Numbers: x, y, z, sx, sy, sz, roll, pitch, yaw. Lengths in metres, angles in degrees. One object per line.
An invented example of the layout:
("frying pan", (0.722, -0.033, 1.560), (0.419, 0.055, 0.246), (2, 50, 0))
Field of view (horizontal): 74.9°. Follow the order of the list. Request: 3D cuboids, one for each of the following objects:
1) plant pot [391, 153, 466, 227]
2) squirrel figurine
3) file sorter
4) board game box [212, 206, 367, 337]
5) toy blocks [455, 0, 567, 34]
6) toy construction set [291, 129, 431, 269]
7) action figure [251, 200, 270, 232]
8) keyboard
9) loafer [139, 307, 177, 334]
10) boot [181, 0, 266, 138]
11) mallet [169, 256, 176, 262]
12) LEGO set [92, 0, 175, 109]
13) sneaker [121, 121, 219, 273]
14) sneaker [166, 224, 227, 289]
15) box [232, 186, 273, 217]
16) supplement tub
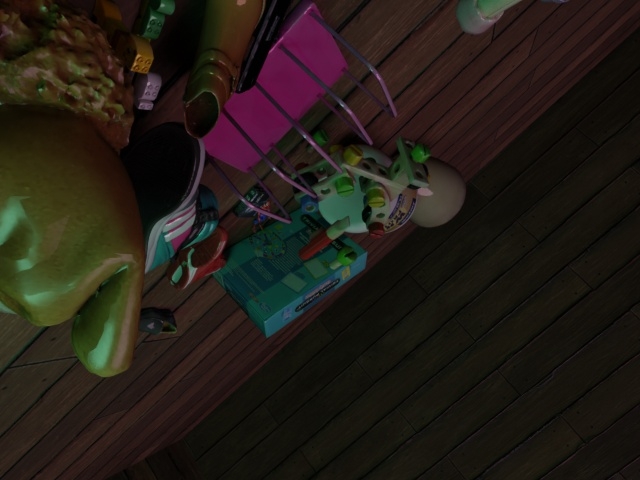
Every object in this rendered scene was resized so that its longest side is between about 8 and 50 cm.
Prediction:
("plant pot", (0.343, -0.201, 1.471), (0.256, 0.256, 0.274), (-46, 146, 17))
("squirrel figurine", (-0.357, -0.062, 0.323), (0.371, 0.281, 0.396), (1, 113, -43))
("file sorter", (-0.036, -0.194, 0.718), (0.291, 0.182, 0.202), (-44, 162, 10))
("board game box", (-0.084, 0.064, 1.119), (0.336, 0.254, 0.079), (-32, 144, -27))
("toy blocks", (0.290, -0.510, 0.664), (0.289, 0.308, 0.260), (-24, -168, -14))
("toy construction set", (0.088, -0.106, 0.835), (0.237, 0.257, 0.308), (-37, -159, 41))
("action figure", (-0.148, -0.064, 1.071), (0.038, 0.030, 0.115), (-22, 154, -34))
("keyboard", (-0.078, -0.301, 0.576), (0.192, 0.038, 0.100), (-58, -174, 25))
("loafer", (-0.435, 0.218, 1.096), (0.062, 0.061, 0.170), (-43, 162, 10))
("boot", (-0.119, -0.230, 0.501), (0.197, 0.073, 0.152), (118, -17, -55))
("mallet", (-0.311, 0.017, 0.858), (0.039, 0.062, 0.189), (-33, 162, -21))
("LEGO set", (-0.186, -0.233, 0.451), (0.087, 0.093, 0.227), (-16, 150, -54))
("sneaker", (-0.225, -0.071, 0.672), (0.295, 0.124, 0.178), (-50, 179, 32))
("sneaker", (-0.262, 0.023, 0.983), (0.221, 0.087, 0.128), (-37, 176, 33))
("box", (-0.160, -0.090, 0.992), (0.083, 0.018, 0.067), (-47, 162, 20))
("supplement tub", (0.146, -0.133, 1.184), (0.228, 0.228, 0.316), (-47, 162, 19))
